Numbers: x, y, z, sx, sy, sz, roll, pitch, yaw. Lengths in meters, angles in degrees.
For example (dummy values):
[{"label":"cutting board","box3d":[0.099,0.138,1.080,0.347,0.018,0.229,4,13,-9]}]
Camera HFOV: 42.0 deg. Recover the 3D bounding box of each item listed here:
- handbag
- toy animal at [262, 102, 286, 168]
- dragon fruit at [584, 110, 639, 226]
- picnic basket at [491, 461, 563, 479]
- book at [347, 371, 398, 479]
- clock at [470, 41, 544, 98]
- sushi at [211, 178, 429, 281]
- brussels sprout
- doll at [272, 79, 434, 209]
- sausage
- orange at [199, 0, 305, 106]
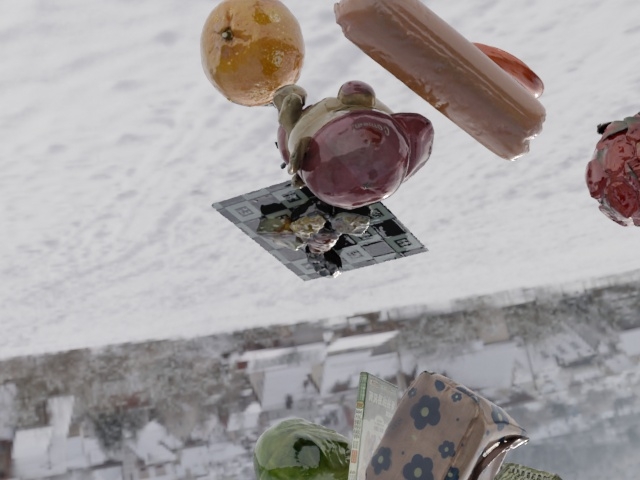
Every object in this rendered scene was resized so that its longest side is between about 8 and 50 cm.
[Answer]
[{"label":"handbag","box3d":[0.223,0.380,1.456,0.193,0.252,0.190,29,178,-35]},{"label":"toy animal","box3d":[-0.112,-0.274,1.695,0.079,0.253,0.070,-31,-171,36]},{"label":"dragon fruit","box3d":[0.620,-0.133,1.603,0.233,0.234,0.293,-12,-176,5]},{"label":"picnic basket","box3d":[0.220,0.384,1.002,0.196,0.134,0.154,-42,-172,-16]},{"label":"book","box3d":[0.122,0.450,1.915,0.027,0.264,0.202,-1,161,27]},{"label":"clock","box3d":[0.399,-0.374,1.831,0.205,0.051,0.205,30,180,0]},{"label":"sushi","box3d":[0.000,0.000,1.784,0.343,0.064,0.359,-15,143,31]},{"label":"brussels sprout","box3d":[-0.023,0.545,1.998,0.271,0.210,0.219,-1,-158,-22]},{"label":"doll","box3d":[0.035,-0.131,1.087,0.196,0.152,0.256,-23,-157,-7]},{"label":"sausage","box3d":[0.142,-0.202,0.973,0.289,0.086,0.086,36,151,-10]},{"label":"orange","box3d":[-0.110,-0.301,1.318,0.155,0.178,0.177,7,158,-39]}]
